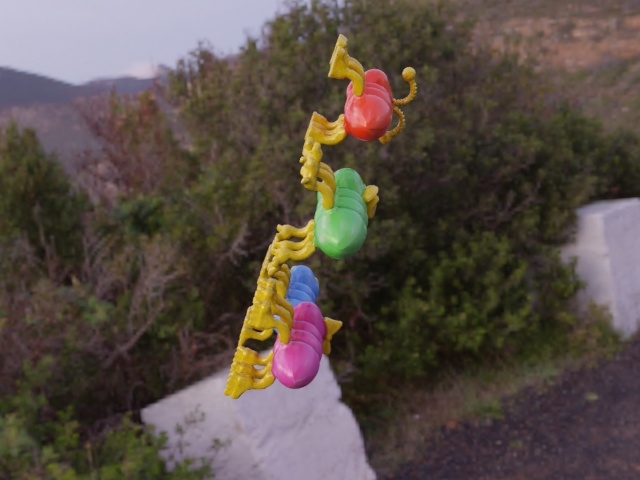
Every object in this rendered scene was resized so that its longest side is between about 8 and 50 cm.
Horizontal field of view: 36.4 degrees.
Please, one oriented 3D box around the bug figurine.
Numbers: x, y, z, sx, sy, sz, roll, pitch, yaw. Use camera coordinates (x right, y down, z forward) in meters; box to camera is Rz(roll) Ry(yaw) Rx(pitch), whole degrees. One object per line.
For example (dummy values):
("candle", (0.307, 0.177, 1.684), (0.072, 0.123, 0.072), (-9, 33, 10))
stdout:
("bug figurine", (0.000, 0.000, 0.736), (0.072, 0.279, 0.216), (18, 31, -4))
